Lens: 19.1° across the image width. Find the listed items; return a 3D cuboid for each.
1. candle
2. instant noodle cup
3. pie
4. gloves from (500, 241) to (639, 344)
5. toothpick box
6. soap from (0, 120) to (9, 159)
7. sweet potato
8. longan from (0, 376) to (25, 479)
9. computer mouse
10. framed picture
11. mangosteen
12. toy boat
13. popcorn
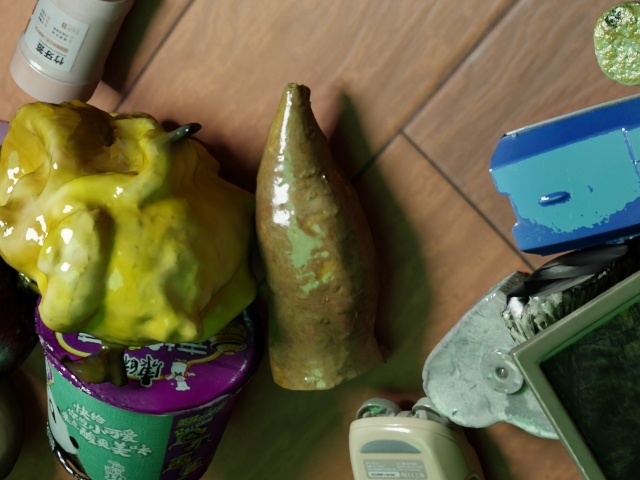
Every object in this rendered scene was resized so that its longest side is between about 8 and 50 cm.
[{"bbox_3d":[0.198,0.116,1.928,0.192,0.068,0.168,4,114,27],"label":"candle"},{"bbox_3d":[-0.199,0.157,2.107,0.251,0.251,0.190,31,135,16],"label":"instant noodle cup"},{"bbox_3d":[0.291,-0.181,1.747,0.085,0.017,0.085,14,119,27],"label":"pie"},{"bbox_3d":[0.304,0.151,1.807,0.135,0.210,0.312,-31,88,24],"label":"gloves"},{"bbox_3d":[-0.263,-0.228,2.028,0.098,0.098,0.149,38,127,11],"label":"toothpick box"},{"bbox_3d":[-0.438,-0.102,2.191,0.203,0.122,0.065,14,119,26],"label":"soap"},{"bbox_3d":[-0.003,0.001,1.964,0.131,0.131,0.336,11,121,28],"label":"sweet potato"},{"bbox_3d":[-0.448,0.226,2.340,0.189,0.189,0.189,15,121,26],"label":"longan"},{"bbox_3d":[0.112,0.279,2.056,0.145,0.082,0.236,-6,108,36],"label":"computer mouse"},{"bbox_3d":[0.362,0.116,1.711,0.240,0.324,0.020,60,174,-6],"label":"framed picture"},{"bbox_3d":[-0.384,0.038,2.189,0.289,0.231,0.231,-28,98,10],"label":"mangosteen"},{"bbox_3d":[0.314,-0.075,1.752,0.295,0.088,0.129,-16,104,26],"label":"toy boat"},{"bbox_3d":[-0.205,-0.023,1.972,0.316,0.297,0.281,41,116,5],"label":"popcorn"}]
